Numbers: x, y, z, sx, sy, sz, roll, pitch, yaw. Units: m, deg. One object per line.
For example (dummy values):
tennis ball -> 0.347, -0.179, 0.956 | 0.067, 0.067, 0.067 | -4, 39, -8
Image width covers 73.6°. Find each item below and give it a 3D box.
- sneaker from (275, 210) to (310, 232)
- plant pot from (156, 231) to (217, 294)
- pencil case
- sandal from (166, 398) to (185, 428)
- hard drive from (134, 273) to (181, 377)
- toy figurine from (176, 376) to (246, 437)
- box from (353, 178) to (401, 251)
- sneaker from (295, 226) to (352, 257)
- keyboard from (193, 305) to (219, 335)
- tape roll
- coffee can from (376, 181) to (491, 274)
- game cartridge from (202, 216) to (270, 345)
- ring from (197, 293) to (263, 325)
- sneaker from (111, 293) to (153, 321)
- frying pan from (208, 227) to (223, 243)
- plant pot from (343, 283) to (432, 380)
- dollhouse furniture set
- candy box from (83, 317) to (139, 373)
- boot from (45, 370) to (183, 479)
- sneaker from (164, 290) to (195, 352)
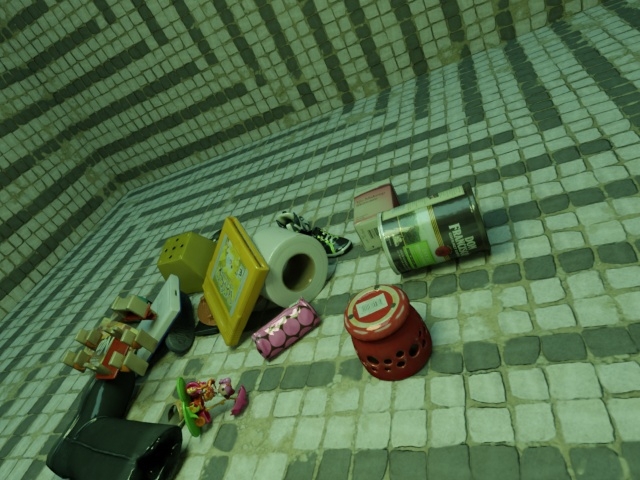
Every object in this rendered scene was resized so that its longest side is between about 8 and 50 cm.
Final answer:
sneaker -> -0.116, -0.077, 1.746 | 0.094, 0.153, 0.235 | -20, 32, 13
plant pot -> -0.557, 0.086, 1.809 | 0.212, 0.187, 0.212 | -14, 47, 24
pencil case -> -0.110, 0.263, 1.295 | 0.209, 0.098, 0.095 | -38, 31, -11
sandal -> -0.420, 0.506, 1.249 | 0.072, 0.049, 0.180 | -10, 37, 33
hard drive -> -0.599, 0.306, 1.547 | 0.319, 0.040, 0.210 | -54, 33, 16
toy figurine -> -0.286, 0.426, 1.169 | 0.159, 0.173, 0.130 | -18, 13, -5
box -> 0.206, -0.094, 1.523 | 0.148, 0.127, 0.232 | -20, 32, 18
sneaker -> 0.000, 0.000, 1.577 | 0.234, 0.097, 0.084 | 3, 43, 32
keyboard -> -0.344, 0.223, 1.622 | 0.201, 0.033, 0.317 | -16, 34, 25
tape roll -> -0.119, 0.086, 1.421 | 0.246, 0.246, 0.169 | -43, 34, -21
coffee can -> 0.329, -0.031, 1.253 | 0.275, 0.202, 0.202 | -18, 32, 20
game cartridge -> -0.293, 0.131, 1.400 | 0.285, 0.052, 0.324 | 50, 123, 41
ring -> -0.323, 0.180, 1.605 | 0.336, 0.032, 0.337 | -23, 31, 15
sneaker -> -0.804, 0.306, 1.835 | 0.302, 0.121, 0.108 | -22, 49, 49
frying pan -> -0.500, 0.070, 1.959 | 0.197, 0.053, 0.326 | 1, 53, 43
plant pot -> 0.160, 0.220, 1.059 | 0.191, 0.174, 0.191 | -21, 34, 15
dollhouse furniture set -> -0.635, 0.318, 1.375 | 0.261, 0.135, 0.259 | -5, 50, 22
candy box -> -0.782, 0.396, 1.592 | 0.316, 0.087, 0.183 | -5, 55, 51
boot -> -0.552, 0.521, 1.216 | 0.445, 0.146, 0.367 | -13, 46, 40
sneaker -> -0.548, 0.325, 1.600 | 0.131, 0.112, 0.319 | -49, 30, 14
